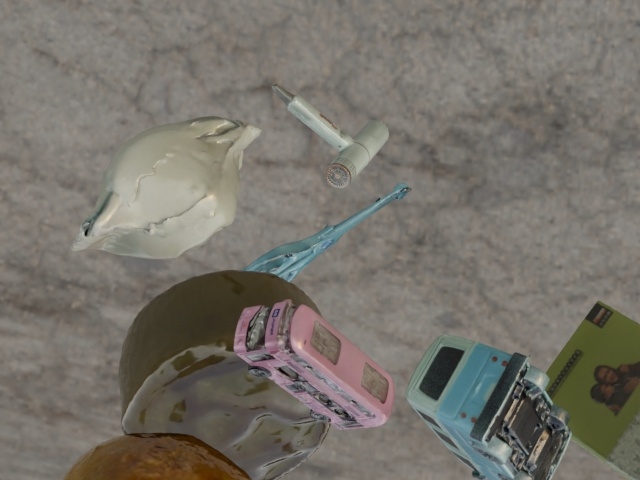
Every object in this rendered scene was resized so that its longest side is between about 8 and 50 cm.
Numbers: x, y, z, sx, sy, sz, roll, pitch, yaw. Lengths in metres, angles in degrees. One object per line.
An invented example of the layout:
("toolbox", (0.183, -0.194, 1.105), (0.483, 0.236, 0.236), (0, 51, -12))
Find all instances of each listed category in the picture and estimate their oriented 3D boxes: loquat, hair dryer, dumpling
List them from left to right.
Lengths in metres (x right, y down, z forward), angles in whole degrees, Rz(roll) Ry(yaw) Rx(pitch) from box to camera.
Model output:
("loquat", (-0.155, 0.287, 1.051), (0.238, 0.238, 0.193), (26, 121, -25))
("dumpling", (-0.126, -0.035, 0.940), (0.108, 0.188, 0.127), (50, 171, 17))
("hair dryer", (0.006, -0.177, 1.581), (0.183, 0.155, 0.044), (47, 127, -5))

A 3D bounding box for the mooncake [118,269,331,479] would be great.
("mooncake", (-0.115, 0.188, 1.388), (0.284, 0.155, 0.284), (-8, 129, -10))

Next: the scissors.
("scissors", (0.000, -0.001, 2.044), (0.393, 0.032, 0.180), (-33, 164, -2))

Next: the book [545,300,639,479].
("book", (0.552, 0.283, 1.859), (0.352, 0.239, 0.035), (34, 175, 32))

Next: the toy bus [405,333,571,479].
("toy bus", (0.229, 0.240, 1.487), (0.165, 0.133, 0.271), (21, 161, 35))

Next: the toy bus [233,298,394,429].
("toy bus", (-0.001, 0.134, 1.147), (0.090, 0.063, 0.203), (-13, 141, 36))
